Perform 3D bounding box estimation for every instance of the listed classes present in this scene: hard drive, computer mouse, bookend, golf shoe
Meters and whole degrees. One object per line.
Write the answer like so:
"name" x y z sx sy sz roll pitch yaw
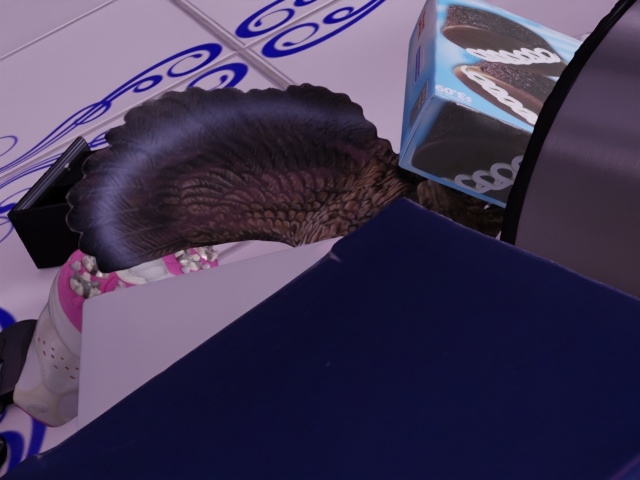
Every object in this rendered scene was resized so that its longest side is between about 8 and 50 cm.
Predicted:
"hard drive" -0.057 0.161 0.875 0.203 0.040 0.307 -14 60 22
"computer mouse" -0.290 0.142 1.280 0.071 0.041 0.242 -16 29 16
"bookend" -0.215 -0.051 1.529 0.157 0.072 0.156 -7 31 31
"golf shoe" -0.181 0.056 1.265 0.140 0.115 0.306 -54 -1 20

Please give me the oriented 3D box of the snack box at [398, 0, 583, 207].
"snack box" 0.212 -0.056 0.972 0.322 0.060 0.187 21 31 -7

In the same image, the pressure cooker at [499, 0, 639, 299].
"pressure cooker" 0.311 0.051 0.555 0.370 0.375 0.420 -16 16 -17

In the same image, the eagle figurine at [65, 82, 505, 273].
"eagle figurine" -0.007 0.002 1.052 0.298 0.226 0.225 -1 -6 40

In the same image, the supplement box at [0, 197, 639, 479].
"supplement box" 0.068 0.198 0.519 0.194 0.356 0.195 -34 28 -17

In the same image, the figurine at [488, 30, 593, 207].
"figurine" 0.209 -0.100 1.223 0.209 0.092 0.215 -32 26 -4
